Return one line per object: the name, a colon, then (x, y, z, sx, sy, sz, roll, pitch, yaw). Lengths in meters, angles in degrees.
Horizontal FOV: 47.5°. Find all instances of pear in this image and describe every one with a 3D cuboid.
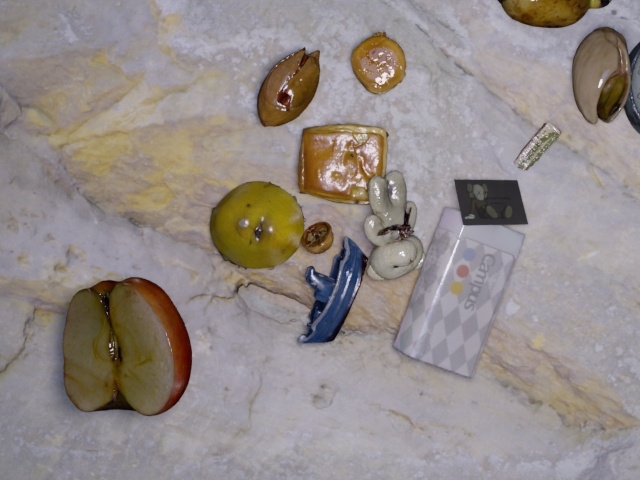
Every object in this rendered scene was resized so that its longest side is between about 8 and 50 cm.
pear: (-0.180, -0.044, 1.910, 0.266, 0.178, 0.267, 0, 87, 7)

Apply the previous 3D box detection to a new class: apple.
apple: (-0.513, 0.281, 1.911, 0.328, 0.295, 0.365, -8, 88, -19)

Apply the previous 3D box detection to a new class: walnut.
walnut: (-0.080, -0.401, 1.909, 0.137, 0.137, 0.245, 36, 87, 5)
walnut: (0.000, 0.000, 1.926, 0.091, 0.121, 0.052, -36, 119, 5)

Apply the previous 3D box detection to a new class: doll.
doll: (0.190, -0.036, 1.856, 0.175, 0.149, 0.278, -14, 101, -12)

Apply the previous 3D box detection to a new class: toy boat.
toy boat: (0.016, 0.134, 1.910, 0.142, 0.129, 0.309, 23, 96, -8)

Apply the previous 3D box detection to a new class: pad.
pad: (0.434, -0.098, 1.850, 0.190, 0.004, 0.127, -1, 68, -19)

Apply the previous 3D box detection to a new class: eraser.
eraser: (0.357, 0.133, 1.879, 0.213, 0.082, 0.397, 20, 94, -10)

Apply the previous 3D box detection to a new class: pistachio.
pistachio: (0.691, -0.408, 1.801, 0.137, 0.153, 0.238, -2, 90, -13)

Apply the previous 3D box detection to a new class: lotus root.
lotus root: (0.566, -0.616, 1.813, 0.313, 0.141, 0.170, 11, 96, -3)

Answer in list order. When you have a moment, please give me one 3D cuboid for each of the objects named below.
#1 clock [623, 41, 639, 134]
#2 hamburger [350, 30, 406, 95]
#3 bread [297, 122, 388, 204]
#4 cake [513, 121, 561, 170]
clock: (0.920, -0.389, 1.812, 0.324, 0.067, 0.326, 0, 92, 7)
hamburger: (0.154, -0.461, 1.898, 0.138, 0.083, 0.147, -34, 91, 3)
bread: (0.056, -0.203, 1.910, 0.234, 0.099, 0.211, 5, 93, 7)
cake: (0.560, -0.244, 1.883, 0.051, 0.055, 0.140, 40, 114, 3)
